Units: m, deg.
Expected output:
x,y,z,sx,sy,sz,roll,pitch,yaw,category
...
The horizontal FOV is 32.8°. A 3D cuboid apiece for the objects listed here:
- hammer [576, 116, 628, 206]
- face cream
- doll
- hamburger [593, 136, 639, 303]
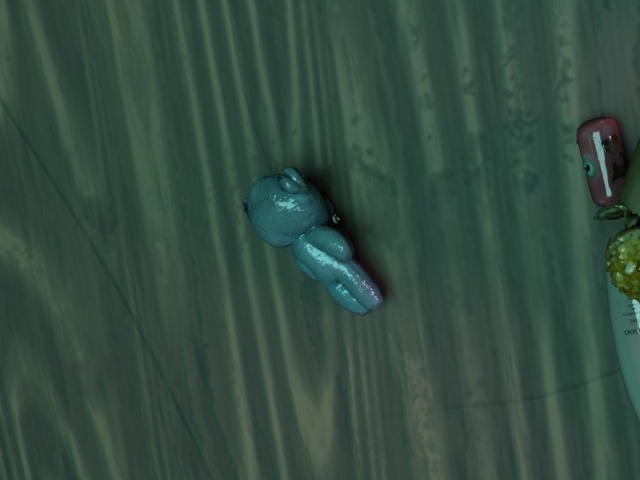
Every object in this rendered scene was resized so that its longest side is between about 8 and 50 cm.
x,y,z,sx,sy,sz,roll,pitch,yaw,category
0.259,-0.071,0.995,0.043,0.043,0.083,-12,99,26,hammer
0.313,0.107,1.010,0.072,0.051,0.182,-15,97,22,face cream
0.002,-0.004,1.113,0.180,0.075,0.120,40,148,-12,doll
0.369,-0.005,0.832,0.302,0.302,0.170,8,88,22,hamburger
